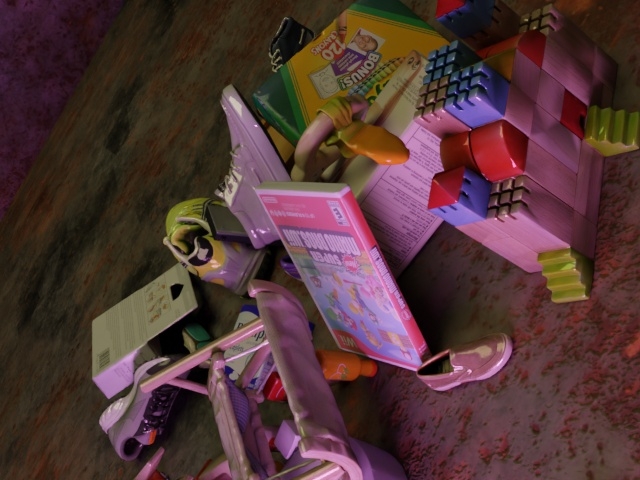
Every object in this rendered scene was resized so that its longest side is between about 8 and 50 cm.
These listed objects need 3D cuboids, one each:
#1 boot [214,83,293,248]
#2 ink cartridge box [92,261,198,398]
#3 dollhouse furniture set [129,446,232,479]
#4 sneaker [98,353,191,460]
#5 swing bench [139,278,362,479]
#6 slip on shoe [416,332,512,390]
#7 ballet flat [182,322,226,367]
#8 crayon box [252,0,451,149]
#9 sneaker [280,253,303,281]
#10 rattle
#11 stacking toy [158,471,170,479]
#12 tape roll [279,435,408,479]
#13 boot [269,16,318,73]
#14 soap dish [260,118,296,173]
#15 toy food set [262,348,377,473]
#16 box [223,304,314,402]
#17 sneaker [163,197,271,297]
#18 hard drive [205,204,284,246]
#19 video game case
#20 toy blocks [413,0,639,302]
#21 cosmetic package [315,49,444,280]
[{"bbox_3d":[-0.123,-0.113,1.458,0.123,0.258,0.095,-30,2,5],"label":"boot"},{"bbox_3d":[-0.340,0.166,1.794,0.239,0.060,0.275,-33,23,-1],"label":"ink cartridge box"},{"bbox_3d":[-0.167,0.414,1.263,0.135,0.262,0.259,-45,3,28],"label":"dollhouse furniture set"},{"bbox_3d":[-0.306,0.301,1.661,0.271,0.100,0.108,-51,53,31],"label":"sneaker"},{"bbox_3d":[-0.075,0.233,1.163,0.254,0.165,0.253,-41,47,24],"label":"swing bench"},{"bbox_3d":[0.179,0.151,1.142,0.135,0.041,0.051,-30,44,40],"label":"slip on shoe"},{"bbox_3d":[-0.209,0.203,1.646,0.168,0.057,0.052,-141,53,-61],"label":"ballet flat"},{"bbox_3d":[0.052,-0.250,1.421,0.278,0.081,0.165,-44,75,-10],"label":"crayon box"},{"bbox_3d":[0.000,0.000,1.475,0.170,0.071,0.068,-48,36,20],"label":"sneaker"},{"bbox_3d":[0.030,-0.095,1.266,0.200,0.143,0.130,-60,-3,32],"label":"rattle"},{"bbox_3d":[-0.300,0.518,1.532,0.167,0.052,0.221,-55,35,13],"label":"stacking toy"},{"bbox_3d":[0.018,0.366,1.178,0.219,0.072,0.219,-33,42,36],"label":"tape roll"},{"bbox_3d":[-0.078,-0.352,1.828,0.069,0.086,0.190,13,77,56],"label":"boot"},{"bbox_3d":[-0.020,-0.179,1.592,0.291,0.118,0.229,-54,33,10],"label":"soap dish"},{"bbox_3d":[-0.018,0.249,1.312,0.111,0.104,0.232,39,112,50],"label":"toy food set"},{"bbox_3d":[-0.092,0.180,1.468,0.126,0.072,0.137,1,67,54],"label":"box"},{"bbox_3d":[-0.228,-0.017,1.734,0.384,0.147,0.145,27,91,59],"label":"sneaker"},{"bbox_3d":[-0.132,-0.026,1.620,0.094,0.135,0.022,-118,40,-52],"label":"hard drive"},{"bbox_3d":[0.031,0.046,1.230,0.025,0.285,0.204,-39,24,-26],"label":"video game case"},{"bbox_3d":[0.228,-0.146,1.091,0.191,0.261,0.381,-14,56,49],"label":"toy blocks"},{"bbox_3d":[0.118,-0.104,1.317,0.296,0.153,0.129,-52,32,12],"label":"cosmetic package"}]
